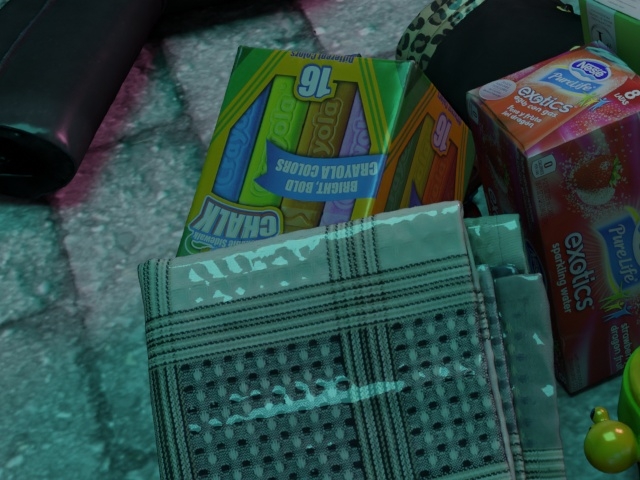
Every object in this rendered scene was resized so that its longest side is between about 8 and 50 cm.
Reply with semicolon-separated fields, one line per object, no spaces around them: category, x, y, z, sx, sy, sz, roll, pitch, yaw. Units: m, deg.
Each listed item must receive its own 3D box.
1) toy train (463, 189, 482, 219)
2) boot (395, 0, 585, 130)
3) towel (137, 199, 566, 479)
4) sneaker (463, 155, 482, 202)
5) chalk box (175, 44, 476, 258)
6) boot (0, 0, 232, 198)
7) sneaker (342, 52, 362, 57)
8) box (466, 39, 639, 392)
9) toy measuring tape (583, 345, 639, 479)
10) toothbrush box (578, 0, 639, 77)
toy train;0.136;-0.018;1.796;0.036;0.027;0.158;-31;33;19
boot;0.282;-0.194;1.896;0.377;0.138;0.284;-30;40;-11
towel;0.028;0.138;1.480;0.324;0.056;0.312;-9;75;5
sneaker;0.092;-0.013;1.767;0.188;0.066;0.071;-36;56;7
chalk box;0.000;0.000;1.661;0.179;0.180;0.289;7;74;26
boot;-0.211;-0.227;2.076;0.367;0.146;0.445;-5;34;28
sneaker;0.005;-0.117;1.930;0.087;0.083;0.221;-6;36;20
box;0.220;-0.018;1.586;0.128;0.257;0.123;-22;37;-10
toy measuring tape;0.348;0.108;1.512;0.330;0.121;0.121;-18;37;-18
toothbrush box;0.344;-0.085;1.608;0.122;0.283;0.206;-32;40;-23
